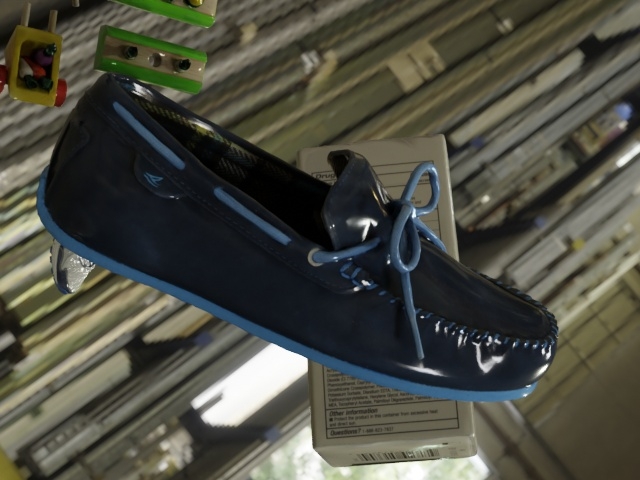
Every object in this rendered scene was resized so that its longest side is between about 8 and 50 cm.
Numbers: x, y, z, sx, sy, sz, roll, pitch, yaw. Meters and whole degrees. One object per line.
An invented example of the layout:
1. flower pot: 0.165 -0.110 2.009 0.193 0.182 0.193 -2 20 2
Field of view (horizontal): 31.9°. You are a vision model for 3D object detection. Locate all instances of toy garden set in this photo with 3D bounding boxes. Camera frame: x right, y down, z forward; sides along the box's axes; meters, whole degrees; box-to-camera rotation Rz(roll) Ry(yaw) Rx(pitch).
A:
1. toy garden set: -0.189 -0.214 1.043 0.204 0.244 0.049 11 179 -33

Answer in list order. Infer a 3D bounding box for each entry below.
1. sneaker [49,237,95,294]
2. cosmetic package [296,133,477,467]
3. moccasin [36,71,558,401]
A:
1. sneaker: -0.235 -0.005 1.162 0.052 0.058 0.135 61 41 -55
2. cosmetic package: 0.064 0.061 1.088 0.153 0.296 0.129 -5 160 7
3. moccasin: 0.000 0.000 0.685 0.138 0.342 0.117 -99 -149 -66
